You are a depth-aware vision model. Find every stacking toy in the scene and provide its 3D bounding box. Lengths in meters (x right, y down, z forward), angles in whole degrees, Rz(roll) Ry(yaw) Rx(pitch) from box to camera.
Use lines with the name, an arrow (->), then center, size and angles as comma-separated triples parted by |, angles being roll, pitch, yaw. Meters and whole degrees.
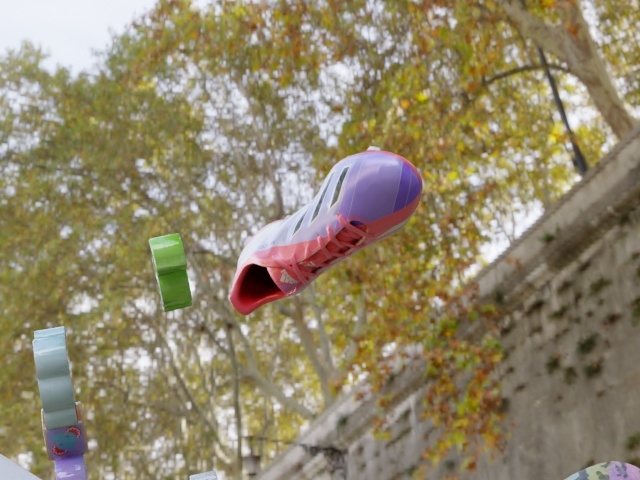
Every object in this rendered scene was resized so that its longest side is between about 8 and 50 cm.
stacking toy -> -0.143, 0.108, 0.497 | 0.166, 0.052, 0.221 | -10, -65, -14

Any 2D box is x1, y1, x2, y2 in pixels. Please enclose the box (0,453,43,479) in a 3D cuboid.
box -> -0.182, 0.215, 0.603 | 0.324, 0.063, 0.067 | 26, -51, 14

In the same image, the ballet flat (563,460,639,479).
ballet flat -> 0.095, 0.192, 0.428 | 0.221, 0.077, 0.079 | -41, -22, -11

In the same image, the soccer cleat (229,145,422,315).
soccer cleat -> 0.000, 0.000, 0.796 | 0.083, 0.095, 0.248 | 40, -36, -16
